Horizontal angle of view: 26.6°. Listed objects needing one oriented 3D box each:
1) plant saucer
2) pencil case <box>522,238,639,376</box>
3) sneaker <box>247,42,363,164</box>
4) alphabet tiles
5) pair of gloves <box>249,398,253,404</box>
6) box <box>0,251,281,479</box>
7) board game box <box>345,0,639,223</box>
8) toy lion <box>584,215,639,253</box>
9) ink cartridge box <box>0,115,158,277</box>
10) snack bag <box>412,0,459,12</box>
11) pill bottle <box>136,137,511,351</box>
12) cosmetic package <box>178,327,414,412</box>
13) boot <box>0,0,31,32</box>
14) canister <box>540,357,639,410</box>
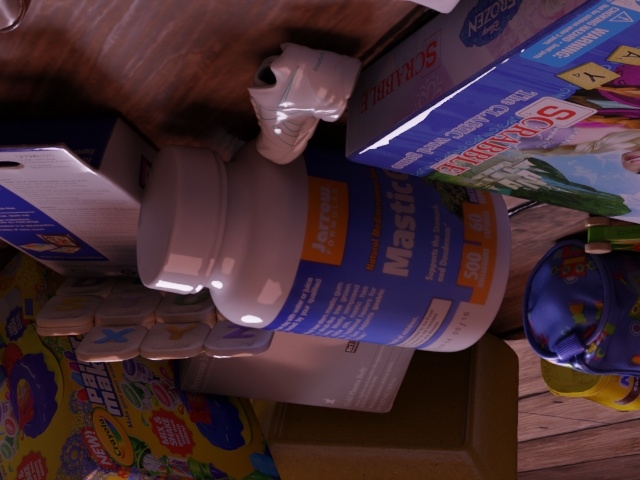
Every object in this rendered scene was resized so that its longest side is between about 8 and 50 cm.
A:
[{"bbox_3d":[0.070,0.199,1.615,0.332,0.333,0.081,1,123,8],"label":"plant saucer"},{"bbox_3d":[0.349,0.090,1.341,0.306,0.133,0.119,14,146,-27],"label":"pencil case"},{"bbox_3d":[-0.022,-0.100,0.937,0.061,0.054,0.152,24,157,-12],"label":"sneaker"},{"bbox_3d":[-0.117,0.053,1.274,0.284,0.021,0.278,-3,-164,7],"label":"alphabet tiles"},{"bbox_3d":[-0.101,0.261,1.653,0.204,0.240,0.042,14,130,22],"label":"pair of gloves"},{"bbox_3d":[-0.228,0.195,1.474,0.177,0.290,0.279,-43,142,23],"label":"box"},{"bbox_3d":[0.226,-0.093,0.861,0.318,0.066,0.318,10,163,-22],"label":"board game box"},{"bbox_3d":[0.299,-0.002,1.234,0.100,0.034,0.096,-4,170,24],"label":"toy lion"},{"bbox_3d":[-0.214,-0.039,1.147,0.175,0.069,0.371,0,166,15],"label":"ink cartridge box"},{"bbox_3d":[-0.040,-0.202,0.598,0.342,0.037,0.323,9,164,-17],"label":"snack bag"},{"bbox_3d":[0.000,0.000,1.071,0.272,0.152,0.152,9,163,-22],"label":"pill bottle"},{"bbox_3d":[-0.028,0.102,1.459,0.237,0.107,0.127,5,134,-15],"label":"cosmetic package"},{"bbox_3d":[-0.200,-0.162,0.775,0.087,0.042,0.118,22,156,-32],"label":"boot"},{"bbox_3d":[0.305,0.115,1.465,0.073,0.126,0.170,-7,163,31],"label":"canister"}]
